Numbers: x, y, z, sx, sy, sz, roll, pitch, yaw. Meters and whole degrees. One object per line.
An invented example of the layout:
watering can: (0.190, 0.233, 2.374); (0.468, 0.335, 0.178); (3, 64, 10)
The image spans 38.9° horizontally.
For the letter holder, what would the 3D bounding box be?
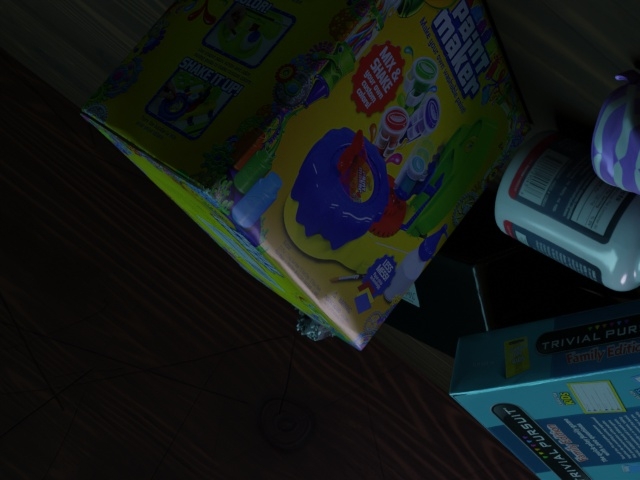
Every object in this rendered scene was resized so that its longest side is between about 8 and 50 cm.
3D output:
letter holder: (0.221, 0.036, 1.180); (0.302, 0.214, 0.152); (22, 130, 65)

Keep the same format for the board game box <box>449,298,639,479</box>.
board game box: (0.344, 0.164, 0.924); (0.336, 0.079, 0.254); (-17, 132, 37)

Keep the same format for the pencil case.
pencil case: (0.284, -0.052, 0.611); (0.206, 0.086, 0.088); (26, 131, 46)

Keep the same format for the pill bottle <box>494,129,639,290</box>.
pill bottle: (0.257, -0.018, 0.804); (0.180, 0.108, 0.108); (32, 169, 34)

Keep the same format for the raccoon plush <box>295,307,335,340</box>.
raccoon plush: (0.000, 0.000, 1.937); (0.299, 0.216, 0.446); (49, 146, 22)

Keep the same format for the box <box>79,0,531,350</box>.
box: (0.006, -0.107, 0.798); (0.177, 0.279, 0.290); (32, 170, 37)
